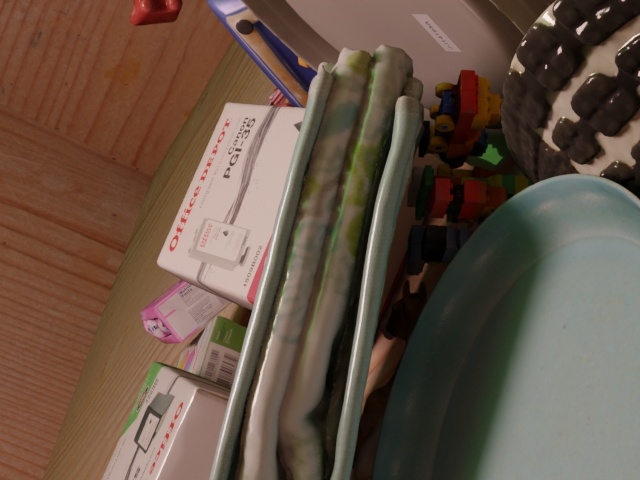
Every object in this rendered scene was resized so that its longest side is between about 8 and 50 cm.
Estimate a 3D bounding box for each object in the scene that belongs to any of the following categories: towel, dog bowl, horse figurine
[{"bbox_3d":[-0.006,0.063,0.836,0.320,0.090,0.375,115,169,-88],"label":"towel"},{"bbox_3d":[0.068,-0.186,0.817,0.102,0.348,0.349,-55,13,-9],"label":"dog bowl"},{"bbox_3d":[0.040,0.181,0.824,0.174,0.066,0.263,123,166,-47],"label":"horse figurine"}]

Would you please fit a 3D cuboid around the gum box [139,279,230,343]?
[{"bbox_3d":[-0.156,0.067,1.545,0.188,0.062,0.107,-39,7,-20],"label":"gum box"}]

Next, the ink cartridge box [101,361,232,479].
[{"bbox_3d":[-0.152,0.259,1.249,0.211,0.121,0.289,-67,15,-8],"label":"ink cartridge box"}]

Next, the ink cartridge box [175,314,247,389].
[{"bbox_3d":[-0.163,0.193,1.519,0.209,0.062,0.109,-44,25,54],"label":"ink cartridge box"}]

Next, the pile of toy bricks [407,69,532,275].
[{"bbox_3d":[0.124,-0.032,0.815,0.212,0.105,0.118,94,179,-69],"label":"pile of toy bricks"}]

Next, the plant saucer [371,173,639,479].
[{"bbox_3d":[0.115,0.120,0.628,0.317,0.043,0.318,-53,27,42],"label":"plant saucer"}]

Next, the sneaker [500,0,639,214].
[{"bbox_3d":[0.253,-0.150,0.577,0.182,0.158,0.410,-36,-11,-43],"label":"sneaker"}]

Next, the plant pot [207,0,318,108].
[{"bbox_3d":[0.017,-0.279,1.230,0.236,0.236,0.212,-24,41,23],"label":"plant pot"}]

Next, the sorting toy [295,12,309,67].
[{"bbox_3d":[0.105,-0.266,1.067,0.348,0.047,0.196,-47,-34,-24],"label":"sorting toy"}]

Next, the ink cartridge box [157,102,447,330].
[{"bbox_3d":[-0.031,-0.023,1.153,0.283,0.117,0.207,14,79,57],"label":"ink cartridge box"}]

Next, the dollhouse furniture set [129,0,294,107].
[{"bbox_3d":[-0.097,-0.282,1.464,0.201,0.374,0.152,-65,17,-9],"label":"dollhouse furniture set"}]
